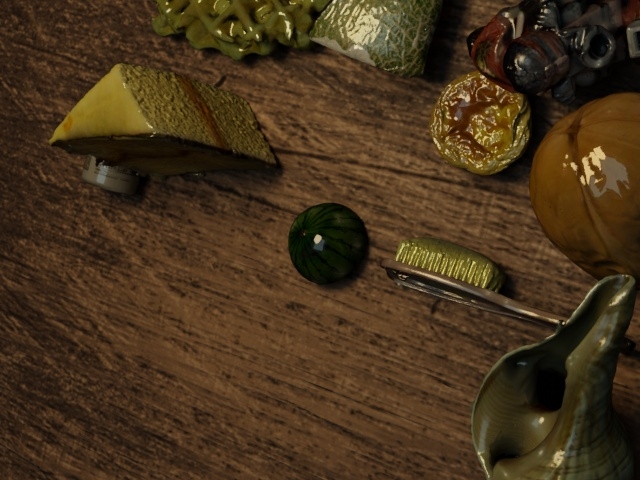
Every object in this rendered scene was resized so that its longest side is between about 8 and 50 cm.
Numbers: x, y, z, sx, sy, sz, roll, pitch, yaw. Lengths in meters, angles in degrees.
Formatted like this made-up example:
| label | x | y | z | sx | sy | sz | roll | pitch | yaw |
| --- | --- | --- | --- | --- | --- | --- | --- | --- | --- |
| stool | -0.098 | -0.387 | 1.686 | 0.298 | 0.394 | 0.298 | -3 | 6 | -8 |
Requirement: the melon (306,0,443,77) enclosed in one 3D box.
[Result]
| label | x | y | z | sx | sy | sz | roll | pitch | yaw |
| --- | --- | --- | --- | --- | --- | --- | --- | --- | --- |
| melon | 0.094 | -0.255 | 1.415 | 0.202 | 0.093 | 0.139 | -31 | 69 | 16 |

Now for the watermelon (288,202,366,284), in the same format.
| label | x | y | z | sx | sy | sz | roll | pitch | yaw |
| --- | --- | --- | --- | --- | --- | --- | --- | --- | --- |
| watermelon | 0.000 | 0.000 | 1.465 | 0.105 | 0.062 | 0.105 | -8 | 73 | 29 |

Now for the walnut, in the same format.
| label | x | y | z | sx | sy | sz | roll | pitch | yaw |
| --- | --- | --- | --- | --- | --- | --- | --- | --- | --- |
| walnut | 0.321 | -0.047 | 1.197 | 0.193 | 0.225 | 0.193 | -44 | 26 | 28 |

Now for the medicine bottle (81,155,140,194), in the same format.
| label | x | y | z | sx | sy | sz | roll | pitch | yaw |
| --- | --- | --- | --- | --- | --- | --- | --- | --- | --- |
| medicine bottle | -0.277 | -0.140 | 1.627 | 0.079 | 0.079 | 0.140 | 19 | 96 | 30 |

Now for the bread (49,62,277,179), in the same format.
| label | x | y | z | sx | sy | sz | roll | pitch | yaw |
| --- | --- | --- | --- | --- | --- | --- | --- | --- | --- |
| bread | -0.204 | -0.110 | 1.498 | 0.178 | 0.240 | 0.135 | -40 | 62 | 26 |

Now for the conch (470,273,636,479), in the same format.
| label | x | y | z | sx | sy | sz | roll | pitch | yaw |
| --- | --- | --- | --- | --- | --- | --- | --- | --- | --- |
| conch | 0.249 | 0.210 | 1.244 | 0.203 | 0.169 | 0.386 | 20 | 97 | 22 |

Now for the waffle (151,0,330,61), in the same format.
| label | x | y | z | sx | sy | sz | roll | pitch | yaw |
| --- | --- | --- | --- | --- | --- | --- | --- | --- | --- |
| waffle | -0.100 | -0.386 | 1.546 | 0.317 | 0.073 | 0.297 | 13 | 93 | 31 |

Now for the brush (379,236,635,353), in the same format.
| label | x | y | z | sx | sy | sz | roll | pitch | yaw |
| --- | --- | --- | --- | --- | --- | --- | --- | --- | --- |
| brush | 0.213 | 0.056 | 1.338 | 0.313 | 0.072 | 0.067 | 18 | 82 | 29 |

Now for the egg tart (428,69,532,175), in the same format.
| label | x | y | z | sx | sy | sz | roll | pitch | yaw |
| --- | --- | --- | --- | --- | --- | --- | --- | --- | --- |
| egg tart | 0.189 | -0.136 | 1.370 | 0.130 | 0.052 | 0.130 | -2 | 85 | 29 |

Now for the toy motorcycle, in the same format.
| label | x | y | z | sx | sy | sz | roll | pitch | yaw |
| --- | --- | --- | --- | --- | --- | --- | --- | --- | --- |
| toy motorcycle | 0.323 | -0.220 | 1.214 | 0.401 | 0.207 | 0.134 | -4 | 110 | 27 |
